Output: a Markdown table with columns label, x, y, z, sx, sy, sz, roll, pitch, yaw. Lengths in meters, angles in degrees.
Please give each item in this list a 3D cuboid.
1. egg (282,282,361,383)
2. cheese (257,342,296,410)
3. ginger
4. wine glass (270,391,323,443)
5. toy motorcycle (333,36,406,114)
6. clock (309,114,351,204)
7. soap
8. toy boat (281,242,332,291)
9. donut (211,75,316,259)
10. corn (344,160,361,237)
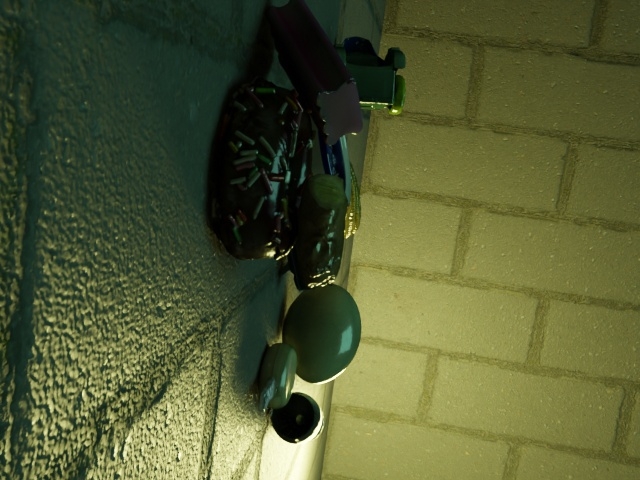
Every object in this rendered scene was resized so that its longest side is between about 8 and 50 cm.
| label | x | y | z | sx | sy | sz | roll | pitch | yaw |
| --- | --- | --- | --- | --- | --- | --- | --- | --- | --- |
| egg | 0.003 | 0.218 | 1.568 | 0.186 | 0.187 | 0.253 | 87 | 10 | -57 |
| cheese | -0.096 | 0.294 | 1.373 | 0.227 | 0.065 | 0.137 | -50 | 144 | -79 |
| ginger | -0.001 | 0.002 | 0.960 | 0.213 | 0.074 | 0.137 | 100 | 6 | -46 |
| wine glass | -0.056 | 0.440 | 1.635 | 0.241 | 0.127 | 0.126 | 74 | 26 | -71 |
| toy motorcycle | 0.097 | -0.426 | 1.698 | 0.326 | 0.191 | 0.199 | -117 | -151 | -76 |
| clock | 0.000 | -0.171 | 1.310 | 0.230 | 0.083 | 0.230 | -6 | 90 | -78 |
| soap | -0.009 | -0.254 | 0.985 | 0.122 | 0.066 | 0.203 | 73 | -8 | -60 |
| toy boat | -0.043 | -0.008 | 1.404 | 0.093 | 0.103 | 0.246 | -51 | 138 | -50 |
| donut | -0.074 | -0.096 | 0.941 | 0.270 | 0.103 | 0.269 | 10 | 90 | -82 |
| corn | 0.032 | -0.105 | 1.621 | 0.387 | 0.144 | 0.143 | 84 | 16 | -71 |
